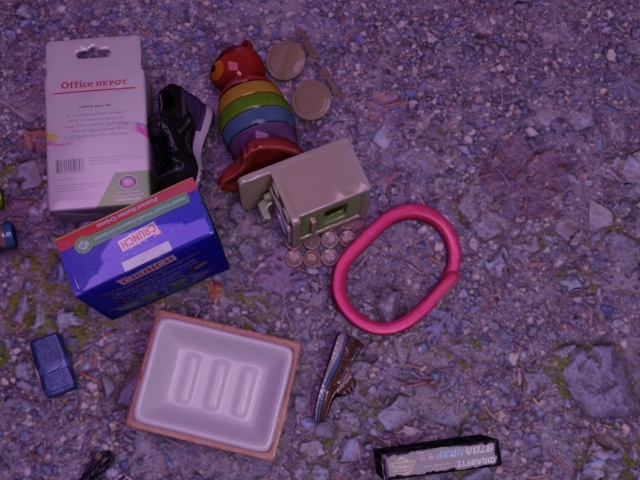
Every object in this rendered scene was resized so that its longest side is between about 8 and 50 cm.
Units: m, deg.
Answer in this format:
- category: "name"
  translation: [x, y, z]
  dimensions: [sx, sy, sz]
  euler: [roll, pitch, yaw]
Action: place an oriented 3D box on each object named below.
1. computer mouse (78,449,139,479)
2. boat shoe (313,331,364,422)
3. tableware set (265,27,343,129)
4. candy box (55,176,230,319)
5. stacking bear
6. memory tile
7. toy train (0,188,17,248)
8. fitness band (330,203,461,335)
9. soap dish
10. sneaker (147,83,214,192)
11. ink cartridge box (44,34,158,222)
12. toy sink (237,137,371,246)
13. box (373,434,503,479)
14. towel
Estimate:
- category: "computer mouse"
  translation: [-0.373, 0.489, 1.840]
  dimensions: [0.193, 0.042, 0.106]
  euler: [30, 75, 10]
- category: "boat shoe"
  translation: [0.037, 0.274, 1.879]
  dimensions: [0.066, 0.066, 0.183]
  euler: [18, 79, 1]
- category: "tableware set"
  translation: [-0.043, -0.333, 2.016]
  dimensions: [0.128, 0.039, 0.194]
  euler: [-33, 75, 8]
- category: "candy box"
  translation: [-0.321, 0.026, 1.794]
  dimensions: [0.268, 0.317, 0.122]
  euler: [-24, 80, -6]
- category: "stacking bear"
  translation: [-0.144, -0.266, 1.945]
  dimensions: [0.164, 0.175, 0.289]
  euler: [-2, 64, -36]
- category: "memory tile"
  translation: [0.000, 0.000, 1.962]
  dimensions: [0.147, 0.012, 0.113]
  euler: [-2, 78, -2]
- category: "toy train"
  translation: [-0.703, -0.082, 1.925]
  dimensions: [0.143, 0.105, 0.248]
  euler: [-13, 79, -14]
- category: "fitness band"
  translation: [0.155, 0.059, 1.929]
  dimensions: [0.291, 0.054, 0.209]
  euler: [-44, 84, -11]
- category: "soap dish"
  translation: [-0.201, 0.278, 1.847]
  dimensions: [0.290, 0.118, 0.229]
  euler: [13, 78, 2]
- category: "sneaker"
  translation: [-0.301, -0.186, 1.892]
  dimensions: [0.107, 0.124, 0.283]
  euler: [-23, 47, 31]
- category: "ink cartridge box"
  translation: [-0.443, -0.225, 1.944]
  dimensions: [0.207, 0.119, 0.354]
  euler: [-4, 79, -1]
- category: "toy sink"
  translation: [-0.031, -0.081, 1.895]
  dimensions: [0.234, 0.153, 0.131]
  euler: [-21, 72, -9]
- category: "box"
  translation: [0.215, 0.405, 1.800]
  dimensions: [0.220, 0.175, 0.051]
  euler: [-7, 81, -3]
- category: "towel"
  translation: [-0.526, 0.246, 1.891]
  dimensions: [0.067, 0.029, 0.120]
  euler: [-20, 80, -5]
